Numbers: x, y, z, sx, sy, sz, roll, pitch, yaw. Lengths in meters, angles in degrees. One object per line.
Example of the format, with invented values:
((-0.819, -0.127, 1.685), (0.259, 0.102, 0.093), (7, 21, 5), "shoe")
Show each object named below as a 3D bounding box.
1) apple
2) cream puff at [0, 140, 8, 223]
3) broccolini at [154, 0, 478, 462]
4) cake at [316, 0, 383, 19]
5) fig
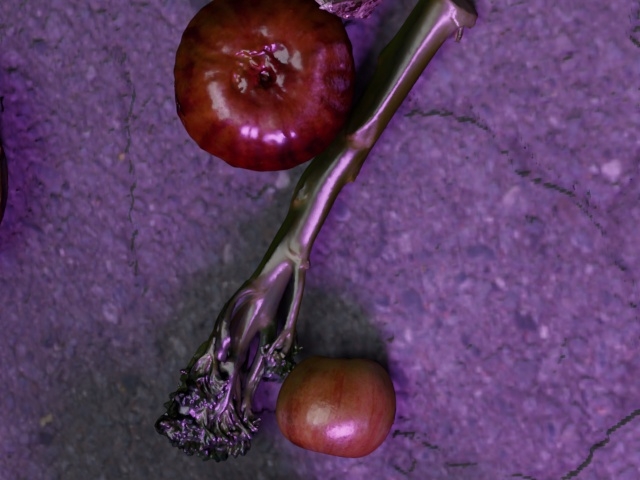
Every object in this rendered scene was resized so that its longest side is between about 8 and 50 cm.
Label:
((0.012, 0.115, 1.277), (0.084, 0.084, 0.071), (9, 83, 26), "apple")
((-0.349, -0.053, 1.384), (0.240, 0.164, 0.240), (5, 106, 17), "cream puff")
((0.003, -0.001, 1.266), (0.074, 0.079, 0.392), (31, 114, -4), "broccolini")
((0.020, -0.174, 1.189), (0.055, 0.140, 0.051), (-41, 88, 13), "cake")
((-0.041, -0.098, 1.227), (0.128, 0.128, 0.150), (40, 144, 16), "fig")
